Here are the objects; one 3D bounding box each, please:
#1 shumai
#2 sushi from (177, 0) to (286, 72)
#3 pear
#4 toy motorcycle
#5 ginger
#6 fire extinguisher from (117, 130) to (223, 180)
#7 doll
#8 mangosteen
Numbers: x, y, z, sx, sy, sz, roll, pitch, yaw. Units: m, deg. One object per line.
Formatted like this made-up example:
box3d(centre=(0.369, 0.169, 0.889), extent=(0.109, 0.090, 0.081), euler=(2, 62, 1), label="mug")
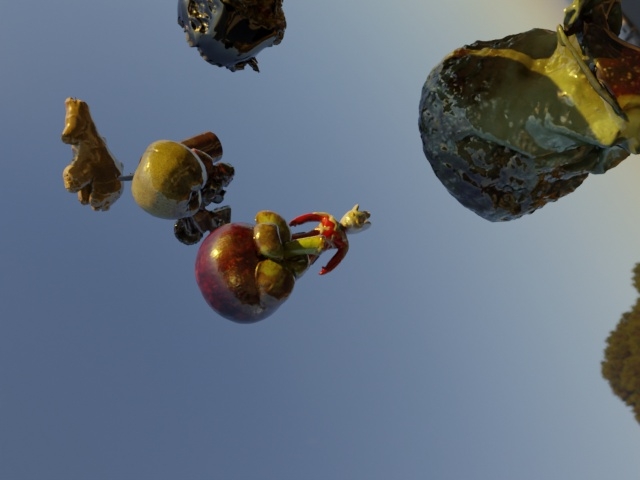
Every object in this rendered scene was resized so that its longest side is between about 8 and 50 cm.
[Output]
box3d(centre=(0.418, -0.219, 0.876), extent=(0.394, 0.348, 0.396), euler=(1, -91, -28), label="shumai")
box3d(centre=(-0.167, -0.472, 1.007), extent=(0.213, 0.204, 0.200), euler=(51, -151, 12), label="sushi")
box3d(centre=(-0.318, -0.125, 1.063), extent=(0.136, 0.167, 0.167), euler=(30, -147, 7), label="pear")
box3d(centre=(-0.314, -0.083, 1.377), extent=(0.134, 0.206, 0.402), euler=(-132, 28, -61), label="toy motorcycle")
box3d(centre=(-0.808, -0.275, 1.704), extent=(0.236, 0.166, 0.376), euler=(-47, -56, -31), label="ginger")
box3d(centre=(-0.492, -0.261, 1.660), extent=(0.337, 0.135, 0.115), euler=(-35, -60, -41), label="fire extinguisher")
box3d(centre=(0.000, 0.000, 1.466), extent=(0.383, 0.099, 0.189), euler=(-29, -96, -30), label="doll")
box3d(centre=(-0.091, 0.031, 0.705), extent=(0.145, 0.181, 0.156), euler=(4, -118, -51), label="mangosteen")
